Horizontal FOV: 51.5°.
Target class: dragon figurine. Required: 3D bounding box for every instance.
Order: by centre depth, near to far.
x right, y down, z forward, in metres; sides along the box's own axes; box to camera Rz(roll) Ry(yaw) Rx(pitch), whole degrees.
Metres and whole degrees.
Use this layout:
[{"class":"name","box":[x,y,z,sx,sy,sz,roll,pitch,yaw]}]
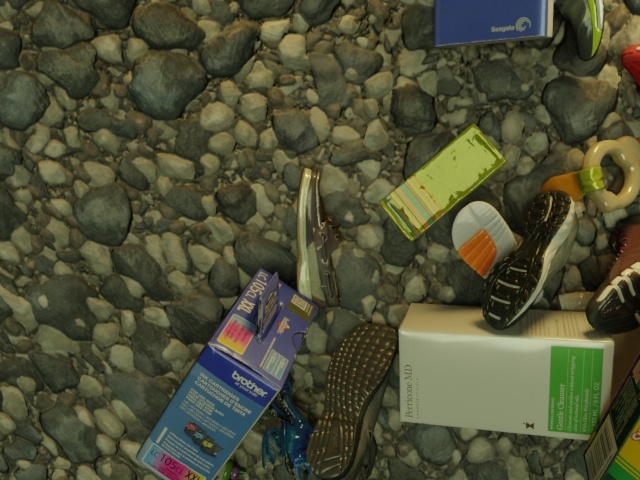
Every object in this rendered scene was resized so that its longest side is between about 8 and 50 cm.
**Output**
[{"class":"dragon figurine","box":[-0.064,0.413,1.325,0.144,0.289,0.085,30,131,-27]}]

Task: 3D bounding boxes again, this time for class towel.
[{"class":"towel","box":[0.233,-0.109,1.272,0.237,0.021,0.102,-41,94,13]},{"class":"towel","box":[0.572,0.223,1.280,0.187,0.049,0.283,-11,99,8]}]

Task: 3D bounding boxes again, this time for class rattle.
[{"class":"rattle","box":[0.529,-0.131,1.226,0.130,0.143,0.199,43,67,4]}]

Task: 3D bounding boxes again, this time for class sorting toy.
[{"class":"sorting toy","box":[-0.185,0.514,1.432,0.042,0.061,0.102,15,126,4]}]

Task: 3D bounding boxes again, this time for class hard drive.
[{"class":"hard drive","box":[0.291,-0.501,1.125,0.210,0.040,0.319,7,104,39]}]

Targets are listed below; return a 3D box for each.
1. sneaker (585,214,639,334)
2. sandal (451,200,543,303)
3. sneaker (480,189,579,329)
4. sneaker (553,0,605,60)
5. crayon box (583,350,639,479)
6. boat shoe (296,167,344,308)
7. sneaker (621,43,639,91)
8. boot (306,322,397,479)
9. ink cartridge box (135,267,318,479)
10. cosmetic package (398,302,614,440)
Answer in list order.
[{"class":"sneaker","box":[0.550,0.047,1.182,0.281,0.162,0.106,-37,113,-7]},{"class":"sandal","box":[0.330,0.025,1.264,0.101,0.076,0.265,-32,117,16]},{"class":"sneaker","box":[0.385,0.047,1.179,0.108,0.100,0.272,42,78,-38]},{"class":"sneaker","box":[0.405,-0.450,1.149,0.121,0.111,0.300,-20,92,21]},{"class":"crayon box","box":[0.627,0.279,1.007,0.312,0.106,0.363,14,122,4]},{"class":"boat shoe","box":[0.000,0.000,1.288,0.092,0.103,0.286,0,105,2]},{"class":"sneaker","box":[0.598,-0.235,1.148,0.221,0.087,0.128,34,83,1]},{"class":"boot","box":[0.073,0.350,1.322,0.118,0.338,0.223,14,148,26]},{"class":"ink cartridge box","box":[-0.154,0.239,1.224,0.151,0.270,0.396,34,118,-3]},{"class":"cosmetic package","box":[0.335,0.236,1.234,0.365,0.155,0.197,0,104,16]}]
